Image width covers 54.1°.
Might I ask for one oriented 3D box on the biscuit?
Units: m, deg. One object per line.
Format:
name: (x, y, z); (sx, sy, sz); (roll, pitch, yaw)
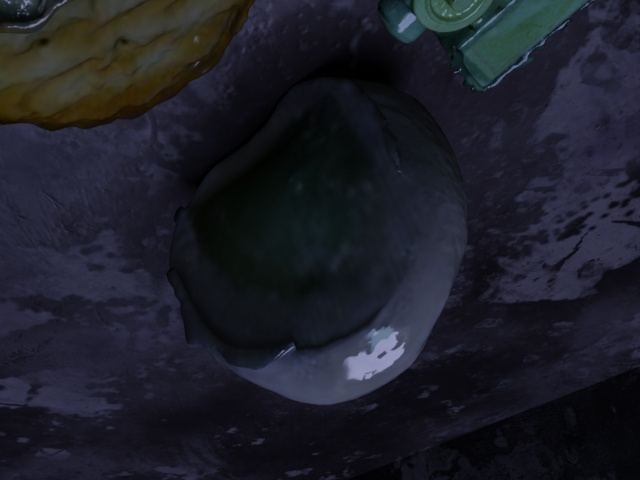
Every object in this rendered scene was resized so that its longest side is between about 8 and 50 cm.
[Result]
biscuit: (-0.230, -0.206, 0.596); (0.329, 0.078, 0.335); (-33, 166, 35)

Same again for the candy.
candy: (0.000, 0.000, 0.749); (0.386, 0.427, 0.186); (-39, 129, 12)

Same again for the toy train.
toy train: (0.183, -0.292, 0.616); (0.271, 0.159, 0.188); (-40, 140, 26)
